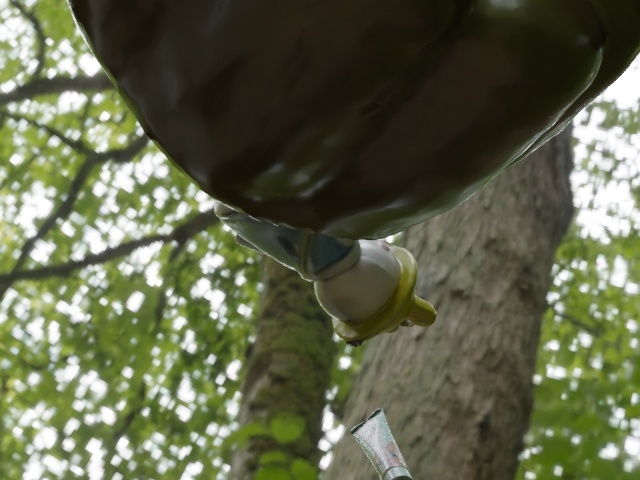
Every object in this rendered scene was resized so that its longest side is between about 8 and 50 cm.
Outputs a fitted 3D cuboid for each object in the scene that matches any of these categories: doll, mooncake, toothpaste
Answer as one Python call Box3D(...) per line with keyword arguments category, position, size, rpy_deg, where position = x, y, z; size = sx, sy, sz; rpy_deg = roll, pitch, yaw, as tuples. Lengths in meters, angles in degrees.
Box3D(category="doll", position=(0.000, -0.001, 0.896), size=(0.135, 0.098, 0.241), rpy_deg=(-36, -64, 20))
Box3D(category="mooncake", position=(0.032, -0.199, 0.699), size=(0.378, 0.378, 0.201), rpy_deg=(38, -42, -12))
Box3D(category="toothpaste", position=(0.083, 0.280, 1.469), size=(0.056, 0.205, 0.036), rpy_deg=(-37, -72, 0))
